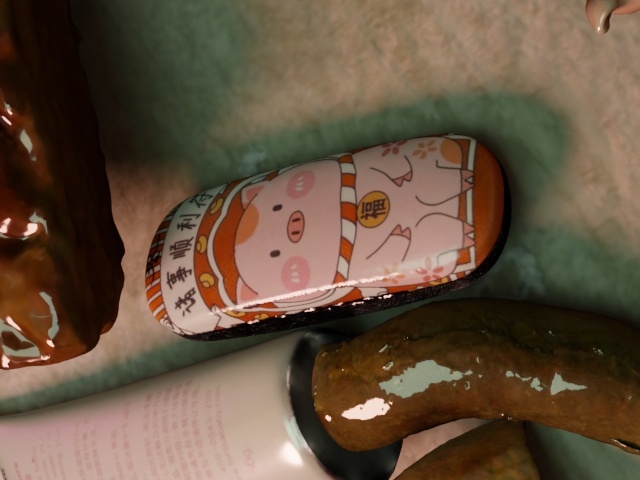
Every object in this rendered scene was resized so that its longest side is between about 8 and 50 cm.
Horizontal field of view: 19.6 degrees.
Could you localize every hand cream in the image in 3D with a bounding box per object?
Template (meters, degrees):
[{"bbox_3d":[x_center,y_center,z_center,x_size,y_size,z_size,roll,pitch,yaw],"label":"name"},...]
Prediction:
[{"bbox_3d":[-0.105,0.167,1.316,0.359,0.118,0.185,-24,86,35],"label":"hand cream"}]

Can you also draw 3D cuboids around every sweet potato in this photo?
[{"bbox_3d":[0.137,0.094,1.177,0.286,0.085,0.112,8,107,4],"label":"sweet potato"}]

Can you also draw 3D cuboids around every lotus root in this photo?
[{"bbox_3d":[0.103,0.214,1.205,0.135,0.095,0.159,-23,103,-6],"label":"lotus root"}]

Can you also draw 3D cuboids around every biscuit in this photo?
[{"bbox_3d":[-0.322,-0.084,1.226,0.343,0.166,0.395,-10,90,14],"label":"biscuit"}]

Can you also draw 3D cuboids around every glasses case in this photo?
[{"bbox_3d":[0.000,0.000,1.214,0.267,0.067,0.103,-13,58,28],"label":"glasses case"}]

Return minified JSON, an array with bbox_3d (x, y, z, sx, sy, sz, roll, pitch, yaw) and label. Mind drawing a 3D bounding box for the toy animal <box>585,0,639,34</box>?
[{"bbox_3d":[0.191,-0.193,1.076,0.089,0.083,0.150,29,103,-14],"label":"toy animal"}]
